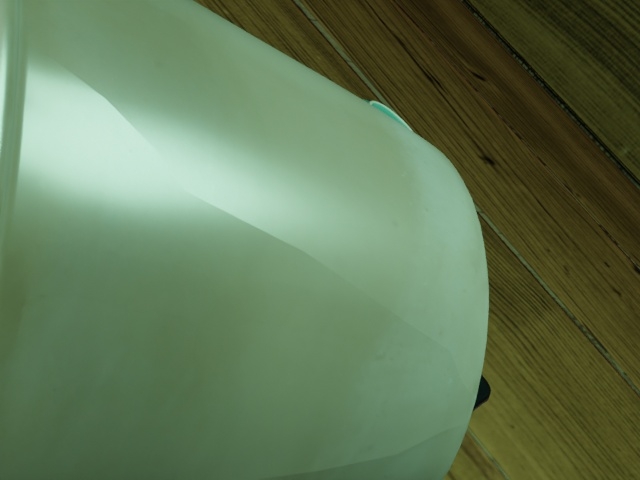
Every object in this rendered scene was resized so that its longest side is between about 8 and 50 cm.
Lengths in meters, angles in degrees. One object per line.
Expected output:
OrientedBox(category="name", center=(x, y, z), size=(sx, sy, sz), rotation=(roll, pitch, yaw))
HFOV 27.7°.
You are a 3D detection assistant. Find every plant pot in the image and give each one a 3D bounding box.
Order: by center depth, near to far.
OrientedBox(category="plant pot", center=(-0.098, 0.021, 0.536), size=(0.280, 0.323, 0.323), rotation=(11, 34, -28))

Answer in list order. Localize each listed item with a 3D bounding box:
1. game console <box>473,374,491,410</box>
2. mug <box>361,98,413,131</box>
OrientedBox(category="game console", center=(0.000, 0.000, 1.111), size=(0.386, 0.060, 0.342), rotation=(52, 15, 10))
OrientedBox(category="mug", center=(0.053, -0.097, 1.434), size=(0.129, 0.097, 0.158), rotation=(42, 21, -3))
